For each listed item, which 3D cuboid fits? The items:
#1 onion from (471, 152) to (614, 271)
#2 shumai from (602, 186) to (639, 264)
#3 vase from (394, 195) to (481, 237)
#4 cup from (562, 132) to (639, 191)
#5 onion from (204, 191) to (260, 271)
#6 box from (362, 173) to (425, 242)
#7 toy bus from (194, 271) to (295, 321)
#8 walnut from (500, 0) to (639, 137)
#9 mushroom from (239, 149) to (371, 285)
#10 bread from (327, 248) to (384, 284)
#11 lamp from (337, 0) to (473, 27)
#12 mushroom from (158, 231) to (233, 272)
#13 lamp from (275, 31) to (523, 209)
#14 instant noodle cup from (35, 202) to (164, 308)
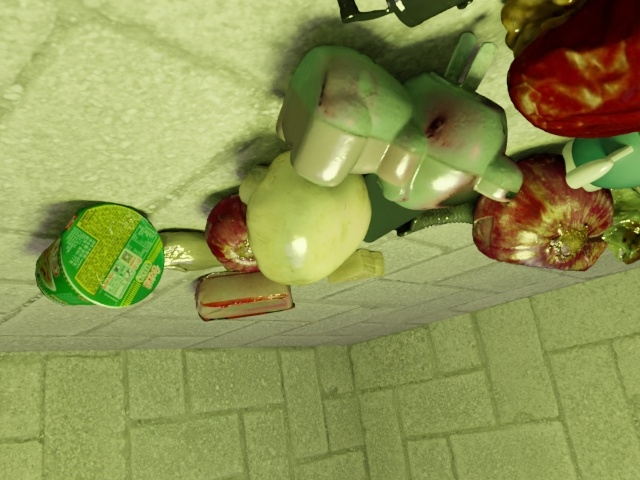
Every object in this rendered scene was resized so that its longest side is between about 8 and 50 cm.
[{"bbox_3d":[0.459,-0.067,1.098,0.256,0.272,0.231,-4,117,-34],"label":"onion"},{"bbox_3d":[0.680,-0.035,1.301,0.225,0.222,0.260,-3,165,-25],"label":"shumai"},{"bbox_3d":[0.275,-0.069,1.193,0.237,0.116,0.115,-3,161,-28],"label":"vase"},{"bbox_3d":[0.533,-0.167,0.930,0.299,0.168,0.173,-30,178,-25],"label":"cup"},{"bbox_3d":[-0.145,-0.020,1.067,0.177,0.154,0.177,0,154,0],"label":"onion"},{"bbox_3d":[0.111,-0.076,1.084,0.160,0.050,0.230,27,148,-20],"label":"box"},{"bbox_3d":[-0.233,0.161,1.597,0.302,0.128,0.147,-6,157,-3],"label":"toy bus"},{"bbox_3d":[0.328,-0.231,0.594,0.243,0.222,0.269,37,147,-21],"label":"walnut"},{"bbox_3d":[-0.045,-0.052,0.926,0.234,0.254,0.260,24,173,29],"label":"mushroom"},{"bbox_3d":[0.106,0.085,1.601,0.152,0.077,0.105,-22,157,38],"label":"bread"},{"bbox_3d":[0.143,-0.277,0.485,0.227,0.147,0.172,-13,-173,37],"label":"lamp"},{"bbox_3d":[-0.295,0.028,1.219,0.246,0.096,0.108,0,134,-34],"label":"mushroom"},{"bbox_3d":[0.115,-0.168,0.704,0.301,0.247,0.248,12,115,-23],"label":"lamp"},{"bbox_3d":[-0.468,0.045,1.071,0.232,0.207,0.207,-14,163,43],"label":"instant noodle cup"}]
